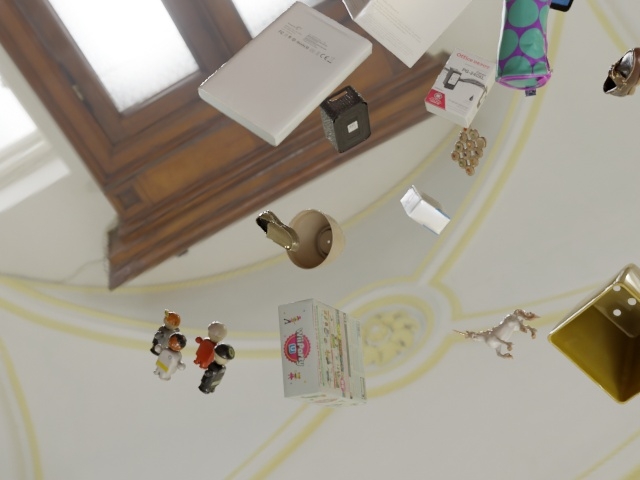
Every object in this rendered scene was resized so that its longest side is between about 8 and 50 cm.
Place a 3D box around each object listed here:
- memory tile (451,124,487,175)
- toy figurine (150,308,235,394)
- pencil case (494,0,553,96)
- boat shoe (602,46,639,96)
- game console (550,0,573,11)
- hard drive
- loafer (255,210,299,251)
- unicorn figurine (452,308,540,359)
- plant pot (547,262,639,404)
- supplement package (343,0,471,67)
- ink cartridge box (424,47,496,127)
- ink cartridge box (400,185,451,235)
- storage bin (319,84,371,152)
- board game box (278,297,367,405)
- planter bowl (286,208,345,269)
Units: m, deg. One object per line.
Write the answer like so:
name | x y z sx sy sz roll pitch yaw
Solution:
memory tile | 0.452 -0.277 2.468 0.012 0.148 0.113 -16 -128 -29
toy figurine | -0.352 0.296 2.214 0.148 0.210 0.213 -63 -160 14
pencil case | 0.260 -0.263 1.010 0.070 0.064 0.151 3 -100 19
boat shoe | 0.704 -0.385 1.873 0.073 0.207 0.073 3 -105 9
game console | 0.609 -0.689 2.119 0.144 0.124 0.085 -68 -159 8
hard drive | -0.068 -0.345 1.636 0.203 0.040 0.307 35 -114 19
loafer | -0.108 -0.018 1.991 0.050 0.056 0.148 -18 -136 -38
unicorn figurine | 0.383 0.200 1.720 0.162 0.060 0.111 -27 -148 -17
plant pot | 0.642 0.173 1.699 0.212 0.212 0.187 -50 177 37
supplement package | 0.213 -0.552 1.709 0.293 0.175 0.177 -46 -152 21
ink cartridge box | 0.323 -0.350 1.849 0.109 0.063 0.150 28 -97 21
ink cartridge box | 0.242 -0.071 1.865 0.052 0.088 0.122 -54 -167 15
storage bin | 0.077 -0.366 2.453 0.122 0.180 0.084 -30 -120 -9
board game box | 0.011 0.284 1.979 0.098 0.303 0.224 -12 -110 21
planter bowl | 0.000 0.000 2.178 0.162 0.162 0.109 -6 173 36
